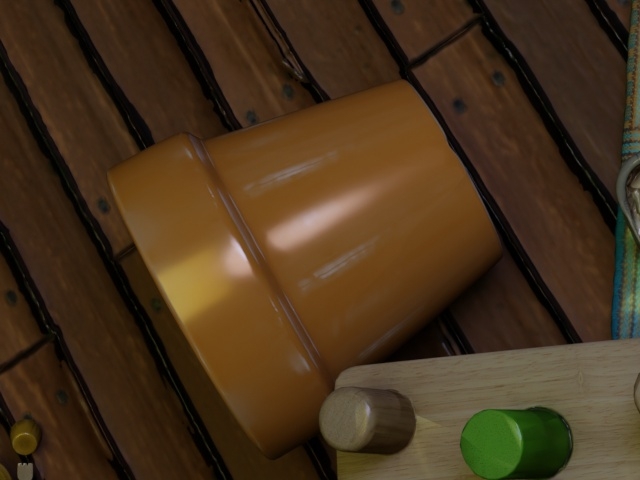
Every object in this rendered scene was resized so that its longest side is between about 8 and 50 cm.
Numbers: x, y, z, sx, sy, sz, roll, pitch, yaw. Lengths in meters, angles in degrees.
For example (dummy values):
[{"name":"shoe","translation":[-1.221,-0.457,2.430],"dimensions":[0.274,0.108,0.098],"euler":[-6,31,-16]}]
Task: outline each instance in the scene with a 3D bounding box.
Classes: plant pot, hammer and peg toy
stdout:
[{"name":"plant pot","translation":[0.000,0.000,1.085],"dimensions":[0.188,0.205,0.205],"euler":[-30,72,-1]},{"name":"hammer and peg toy","translation":[0.170,0.182,0.909],"dimensions":[0.361,0.127,0.265],"euler":[-7,80,30]}]

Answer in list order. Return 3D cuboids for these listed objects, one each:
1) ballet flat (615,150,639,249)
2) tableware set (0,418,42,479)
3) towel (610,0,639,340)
[{"name":"ballet flat","translation":[0.232,0.038,1.000],"dimensions":[0.072,0.068,0.213],"euler":[-35,71,12]},{"name":"tableware set","translation":[-0.270,0.142,1.218],"dimensions":[0.154,0.024,0.104],"euler":[3,104,-7]},{"name":"towel","translation":[0.312,-0.078,1.046],"dimensions":[0.271,0.040,0.370],"euler":[1,83,21]}]
